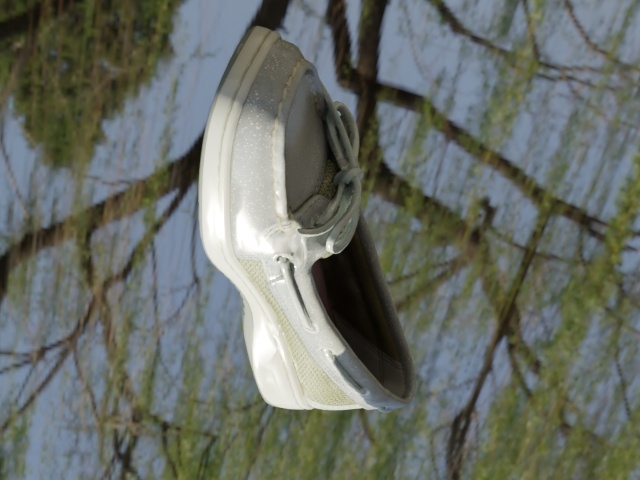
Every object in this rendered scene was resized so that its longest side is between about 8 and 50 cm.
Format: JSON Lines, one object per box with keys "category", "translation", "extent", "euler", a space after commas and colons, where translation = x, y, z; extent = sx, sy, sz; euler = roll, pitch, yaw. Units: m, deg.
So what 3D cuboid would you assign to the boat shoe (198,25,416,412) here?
{"category": "boat shoe", "translation": [-0.001, 0.003, 0.758], "extent": [0.103, 0.320, 0.118], "euler": [8, -132, 16]}
